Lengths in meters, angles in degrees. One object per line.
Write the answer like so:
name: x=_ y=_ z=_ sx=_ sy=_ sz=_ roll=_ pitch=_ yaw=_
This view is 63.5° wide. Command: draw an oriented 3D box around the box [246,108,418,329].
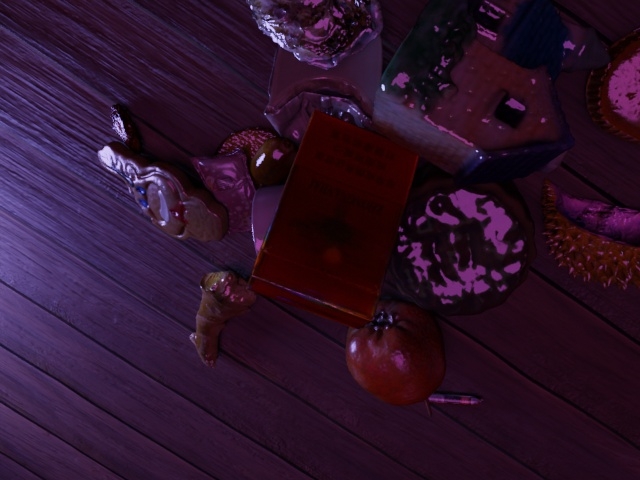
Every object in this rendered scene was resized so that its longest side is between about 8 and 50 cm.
box: x=0.026 y=-0.037 z=0.847 sx=0.197 sy=0.314 sz=0.089 roll=21 pitch=157 yaw=-5

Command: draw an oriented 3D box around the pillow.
pillow: x=-0.177 y=-0.099 z=1.058 sx=0.118 sy=0.043 sz=0.185 roll=-11 pitch=118 yaw=17

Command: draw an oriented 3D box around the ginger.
ginger: x=-0.232 y=0.181 z=1.200 sx=0.131 sy=0.086 sz=0.295 roll=17 pitch=123 yaw=-5

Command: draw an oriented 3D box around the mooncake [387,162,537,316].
mooncake: x=0.249 y=-0.002 z=0.972 sx=0.290 sy=0.161 sz=0.291 roll=5 pitch=112 yaw=12

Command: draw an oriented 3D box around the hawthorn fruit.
hawthorn fruit: x=0.168 y=0.254 z=1.075 sx=0.210 sy=0.211 sz=0.263 roll=-20 pitch=113 yaw=19

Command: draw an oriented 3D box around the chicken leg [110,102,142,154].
chicken leg: x=-0.406 y=-0.215 z=1.092 sx=0.062 sy=0.037 sz=0.145 roll=-7 pitch=112 yaw=38

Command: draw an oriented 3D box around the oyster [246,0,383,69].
oyster: x=-0.024 y=-0.416 z=0.876 sx=0.198 sy=0.112 sz=0.268 roll=-39 pitch=84 yaw=18

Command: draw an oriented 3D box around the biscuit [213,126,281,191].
biscuit: x=-0.158 y=-0.157 z=1.067 sx=0.126 sy=0.025 sz=0.206 roll=41 pitch=114 yaw=-7

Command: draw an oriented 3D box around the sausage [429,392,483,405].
sausage: x=0.273 y=0.361 z=1.192 sx=0.198 sy=0.025 sz=0.029 roll=1 pitch=97 yaw=11

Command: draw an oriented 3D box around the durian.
durian: x=0.531 y=0.018 z=0.954 sx=0.260 sy=0.154 sz=0.187 roll=8 pitch=139 yaw=17

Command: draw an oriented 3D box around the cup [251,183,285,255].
cup: x=0.000 y=0.000 z=1.024 sx=0.200 sy=0.192 sz=0.253 roll=-7 pitch=132 yaw=11

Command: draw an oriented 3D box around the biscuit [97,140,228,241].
biscuit: x=-0.336 y=-0.097 z=1.090 sx=0.319 sy=0.047 sz=0.183 roll=42 pitch=135 yaw=-4

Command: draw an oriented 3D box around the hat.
hat: x=0.025 y=-0.277 z=0.961 sx=0.214 sy=0.149 sz=0.245 roll=12 pitch=78 yaw=13

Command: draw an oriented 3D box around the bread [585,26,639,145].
bread: x=0.545 y=-0.245 z=0.838 sx=0.199 sy=0.104 sz=0.199 roll=4 pitch=111 yaw=10

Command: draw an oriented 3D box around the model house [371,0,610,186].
model house: x=0.273 y=-0.240 z=0.775 sx=0.280 sy=0.245 sz=0.312 roll=33 pitch=85 yaw=6

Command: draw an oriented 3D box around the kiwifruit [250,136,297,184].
kiwifruit: x=-0.090 y=-0.150 z=0.989 sx=0.075 sy=0.075 sz=0.124 roll=46 pitch=144 yaw=-9
